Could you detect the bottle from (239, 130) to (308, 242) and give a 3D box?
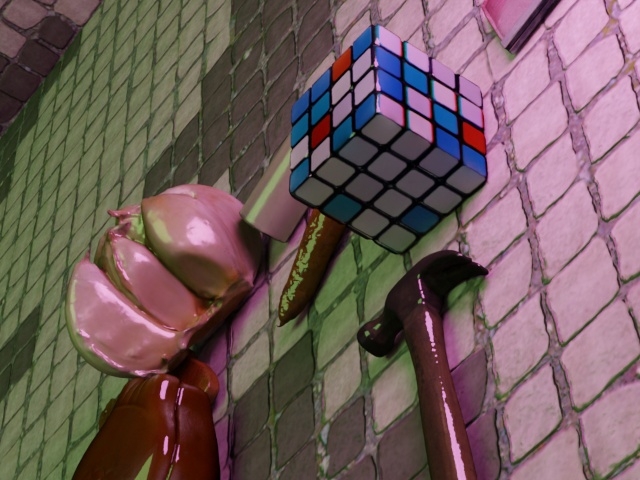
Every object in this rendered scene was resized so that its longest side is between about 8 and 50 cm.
[{"bbox_3d":[-0.019,-0.098,1.901,0.201,0.072,0.072,-57,24,8],"label":"bottle"}]

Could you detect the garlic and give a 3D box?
[{"bbox_3d":[-0.207,0.043,1.946,0.281,0.203,0.185,-47,1,-8],"label":"garlic"}]

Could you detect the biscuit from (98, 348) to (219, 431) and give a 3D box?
[{"bbox_3d":[-0.206,0.209,1.967,0.280,0.043,0.183,-19,47,48],"label":"biscuit"}]

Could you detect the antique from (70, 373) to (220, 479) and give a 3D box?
[{"bbox_3d":[-0.208,0.295,1.767,0.223,0.129,0.278,-24,43,54],"label":"antique"}]

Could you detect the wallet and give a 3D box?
[{"bbox_3d":[0.260,-0.318,1.650,0.232,0.025,0.119,-51,26,20],"label":"wallet"}]

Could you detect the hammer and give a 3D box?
[{"bbox_3d":[0.112,0.173,1.381,0.168,0.044,0.440,-49,27,28],"label":"hammer"}]

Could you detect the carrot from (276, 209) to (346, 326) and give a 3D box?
[{"bbox_3d":[0.000,0.000,1.787,0.057,0.057,0.224,10,75,65],"label":"carrot"}]

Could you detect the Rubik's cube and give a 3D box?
[{"bbox_3d":[0.071,-0.106,1.629,0.154,0.155,0.151,-44,29,35],"label":"Rubik's cube"}]
